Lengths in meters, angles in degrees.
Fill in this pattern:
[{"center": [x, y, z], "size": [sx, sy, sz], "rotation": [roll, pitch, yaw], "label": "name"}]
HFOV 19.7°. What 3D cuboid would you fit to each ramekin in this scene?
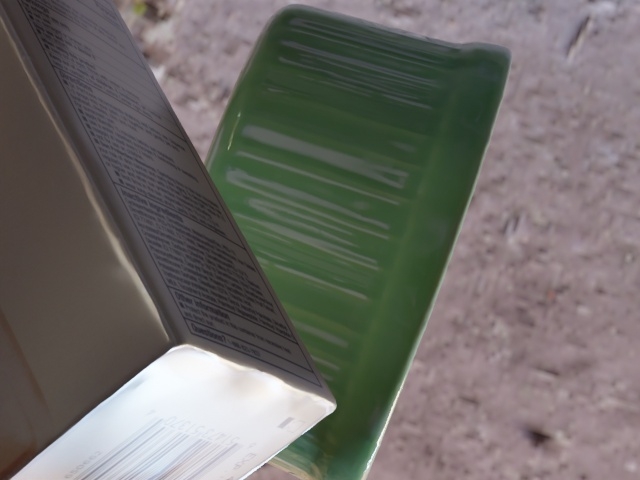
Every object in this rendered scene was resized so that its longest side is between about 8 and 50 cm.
[{"center": [0.000, 0.000, 1.150], "size": [0.148, 0.303, 0.303], "rotation": [20, 144, 1], "label": "ramekin"}]

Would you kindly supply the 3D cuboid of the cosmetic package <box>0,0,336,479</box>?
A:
[{"center": [-0.135, -0.014, 0.889], "size": [0.129, 0.296, 0.153], "rotation": [-38, 149, 15], "label": "cosmetic package"}]
